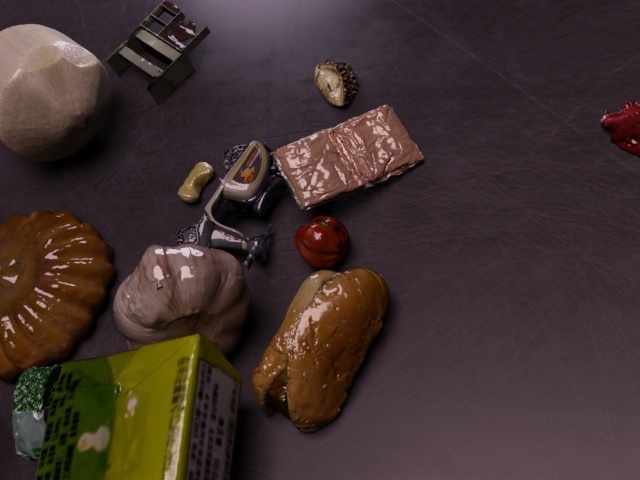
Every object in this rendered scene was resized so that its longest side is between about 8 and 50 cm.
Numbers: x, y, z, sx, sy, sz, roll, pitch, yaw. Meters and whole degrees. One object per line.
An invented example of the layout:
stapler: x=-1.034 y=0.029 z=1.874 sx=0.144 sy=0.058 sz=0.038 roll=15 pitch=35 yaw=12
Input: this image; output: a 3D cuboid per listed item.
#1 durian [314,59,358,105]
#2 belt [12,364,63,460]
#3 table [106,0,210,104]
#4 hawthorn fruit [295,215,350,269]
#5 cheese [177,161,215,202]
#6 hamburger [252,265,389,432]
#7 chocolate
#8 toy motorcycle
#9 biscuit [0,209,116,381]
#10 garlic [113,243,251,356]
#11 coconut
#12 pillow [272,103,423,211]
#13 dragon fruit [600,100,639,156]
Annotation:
durian: x=0.032 y=-0.292 z=1.583 sx=0.066 sy=0.052 sz=0.130 roll=-55 pitch=44 yaw=30
belt: x=-0.432 y=0.269 z=1.343 sx=0.079 sy=0.121 sz=0.151 roll=-9 pitch=62 yaw=12
table: x=-0.316 y=-0.377 z=1.733 sx=0.146 sy=0.062 sz=0.175 roll=36 pitch=77 yaw=33
hawthorn fruit: x=0.000 y=0.000 z=1.380 sx=0.093 sy=0.093 sz=0.093 roll=-9 pitch=57 yaw=14
cheese: x=-0.220 y=-0.102 z=1.550 sx=0.044 sy=0.030 sz=0.083 roll=10 pitch=58 yaw=31
hamburger: x=0.002 y=0.142 z=1.264 sx=0.124 sy=0.131 sz=0.262 roll=20 pitch=73 yaw=28
chocolate: x=-0.254 y=0.305 z=1.210 sx=0.289 sy=0.137 sz=0.301 roll=-16 pitch=55 yaw=33
toy motorcycle: x=-0.125 y=-0.056 z=1.455 sx=0.157 sy=0.091 sz=0.263 roll=22 pitch=67 yaw=24
biscuit: x=-0.518 y=0.078 z=1.507 sx=0.325 sy=0.107 sz=0.326 roll=-9 pitch=54 yaw=12
garlic: x=-0.222 y=0.073 z=1.341 sx=0.218 sy=0.218 sz=0.212 roll=-31 pitch=41 yaw=-1
coconut: x=-0.518 y=-0.273 z=1.641 sx=0.237 sy=0.237 sz=0.266 roll=-41 pitch=51 yaw=-8
pillow: x=0.046 y=-0.139 z=1.429 sx=0.232 sy=0.043 sz=0.126 roll=-23 pitch=77 yaw=-15
dragon fruit: x=0.500 y=-0.187 z=1.329 sx=0.131 sy=0.063 sz=0.097 roll=35 pitch=75 yaw=33
